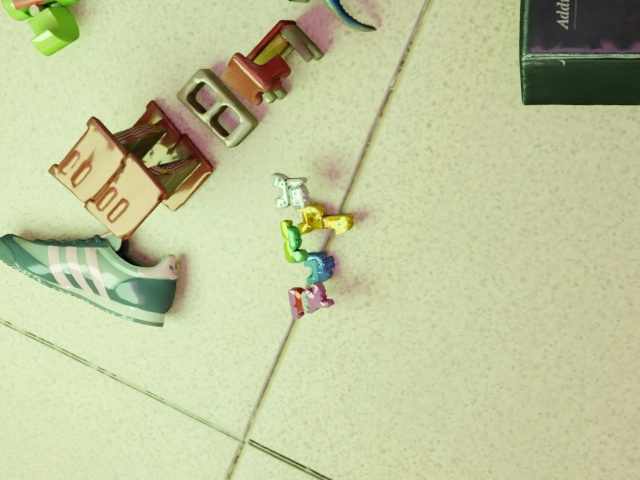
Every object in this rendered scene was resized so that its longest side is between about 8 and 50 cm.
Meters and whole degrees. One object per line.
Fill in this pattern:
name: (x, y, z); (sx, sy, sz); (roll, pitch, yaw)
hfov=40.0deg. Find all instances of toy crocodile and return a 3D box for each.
toy crocodile: (-0.454, -0.450, 1.339); (0.115, 0.105, 0.340); (-11, 100, 16)

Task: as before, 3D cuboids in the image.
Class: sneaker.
sneaker: (-0.382, 0.030, 1.456); (0.319, 0.112, 0.131); (22, 91, 5)

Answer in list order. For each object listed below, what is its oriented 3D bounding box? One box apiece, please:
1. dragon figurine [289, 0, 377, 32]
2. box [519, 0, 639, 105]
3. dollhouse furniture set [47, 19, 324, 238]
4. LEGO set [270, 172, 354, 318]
dragon figurine: (-0.023, -0.418, 1.252); (0.289, 0.085, 0.144); (34, 109, 5)
box: (0.470, -0.403, 0.978); (0.472, 0.297, 0.479); (3, 89, 12)
dollhouse furniture set: (-0.193, -0.191, 1.290); (0.152, 0.201, 0.374); (46, 110, -1)
LEGO set: (0.000, 0.000, 1.349); (0.093, 0.087, 0.227); (-2, 104, 30)
